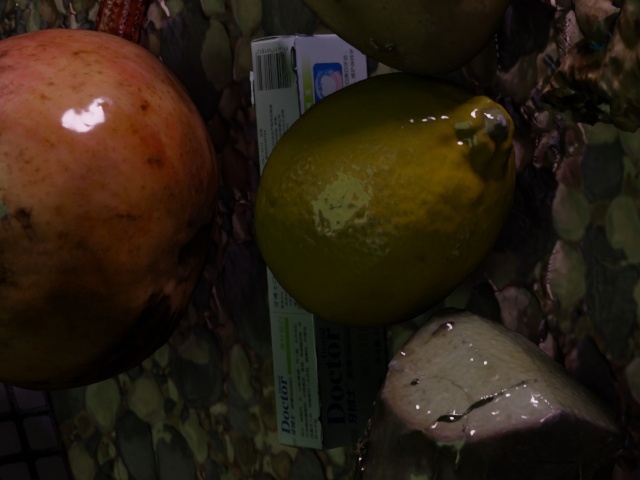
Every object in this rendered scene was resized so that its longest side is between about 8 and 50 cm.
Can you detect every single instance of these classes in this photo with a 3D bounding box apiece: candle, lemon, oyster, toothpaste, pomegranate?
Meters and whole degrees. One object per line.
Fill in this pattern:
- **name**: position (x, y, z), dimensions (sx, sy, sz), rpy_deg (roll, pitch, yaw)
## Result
- **candle**: position (-0.197, -0.183, 1.814), dimensions (0.051, 0.048, 0.329), rpy_deg (29, 116, 29)
- **lemon**: position (0.050, -0.036, 1.438), dimensions (0.248, 0.184, 0.184), rpy_deg (-44, 62, 36)
- **oyster**: position (0.222, -0.114, 1.245), dimensions (0.214, 0.083, 0.223), rpy_deg (41, 157, 41)
- **toothpaste**: position (0.000, 0.000, 1.578), dimensions (0.067, 0.081, 0.337), rpy_deg (0, 95, 50)
- **pomegranate**: position (-0.230, -0.027, 1.680), dimensions (0.322, 0.322, 0.322), rpy_deg (9, 102, 49)

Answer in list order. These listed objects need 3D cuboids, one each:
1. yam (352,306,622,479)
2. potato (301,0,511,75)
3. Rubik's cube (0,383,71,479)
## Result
- **yam**: position (0.112, 0.204, 1.402), dimensions (0.202, 0.201, 0.271), rpy_deg (34, 113, 41)
- **potato**: position (0.085, -0.185, 1.403), dimensions (0.182, 0.202, 0.117), rpy_deg (-24, 107, 20)
- **Rubik's cube**: position (-0.432, 0.204, 1.993), dimensions (0.237, 0.238, 0.237), rpy_deg (-34, 69, 44)
